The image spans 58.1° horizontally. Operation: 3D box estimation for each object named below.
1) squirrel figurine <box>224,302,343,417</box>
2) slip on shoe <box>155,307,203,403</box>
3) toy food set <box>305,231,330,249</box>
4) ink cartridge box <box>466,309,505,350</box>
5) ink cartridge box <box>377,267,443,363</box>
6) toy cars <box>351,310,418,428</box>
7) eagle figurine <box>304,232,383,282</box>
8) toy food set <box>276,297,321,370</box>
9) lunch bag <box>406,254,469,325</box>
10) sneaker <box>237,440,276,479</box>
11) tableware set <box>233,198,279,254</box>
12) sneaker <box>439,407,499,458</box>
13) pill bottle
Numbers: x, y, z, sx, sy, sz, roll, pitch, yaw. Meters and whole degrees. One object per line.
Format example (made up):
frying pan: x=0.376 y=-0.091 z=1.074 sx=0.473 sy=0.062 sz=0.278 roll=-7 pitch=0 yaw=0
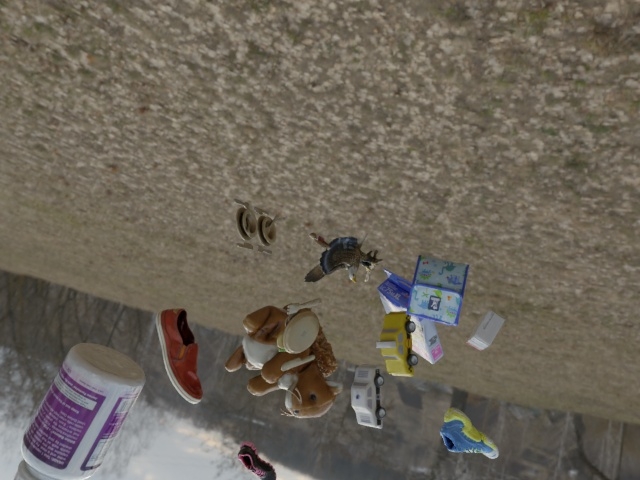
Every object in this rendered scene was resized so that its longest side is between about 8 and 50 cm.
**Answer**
squirrel figurine: x=-0.066 y=0.411 z=1.967 sx=0.370 sy=0.281 sz=0.397 roll=41 pitch=-147 yaw=19
slip on shoe: x=-0.456 y=0.380 z=1.926 sx=0.101 sy=0.331 sz=0.123 roll=-22 pitch=168 yaw=12
toy food set: x=0.000 y=0.000 z=2.099 sx=0.078 sy=0.019 sz=0.122 roll=25 pitch=-168 yaw=-47
ink cartridge box: x=0.552 y=0.303 z=1.931 sx=0.063 sy=0.109 sz=0.150 roll=31 pitch=168 yaw=12
ink cartridge box: x=0.282 y=0.242 z=1.831 sx=0.185 sy=0.065 sz=0.311 roll=32 pitch=151 yaw=46
toy cars: x=0.170 y=0.382 z=1.689 sx=0.087 sy=0.394 sz=0.176 roll=5 pitch=-150 yaw=-37
eagle figurine: x=0.098 y=0.085 z=2.384 sx=0.298 sy=0.226 sz=0.225 roll=6 pitch=-164 yaw=-16
toy food set: x=-0.059 y=0.240 z=1.525 sx=0.132 sy=0.192 sz=0.038 roll=-9 pitch=-155 yaw=-40
lunch bag: x=0.287 y=0.124 z=1.409 sx=0.128 sy=0.151 sz=0.096 roll=12 pitch=163 yaw=17
sneaker: x=-0.151 y=0.529 z=1.343 sx=0.119 sy=0.047 sz=0.057 roll=48 pitch=-169 yaw=-1
tableware set: x=-0.161 y=-0.037 z=1.523 sx=0.039 sy=0.128 sz=0.194 roll=-10 pitch=168 yaw=21
sneaker: x=0.490 y=0.682 z=1.943 sx=0.240 sy=0.126 sz=0.091 roll=44 pitch=159 yaw=-6
pill bottle: x=-0.503 y=0.379 z=1.186 sx=0.169 sy=0.302 sz=0.169 roll=29 pitch=179 yaw=1
